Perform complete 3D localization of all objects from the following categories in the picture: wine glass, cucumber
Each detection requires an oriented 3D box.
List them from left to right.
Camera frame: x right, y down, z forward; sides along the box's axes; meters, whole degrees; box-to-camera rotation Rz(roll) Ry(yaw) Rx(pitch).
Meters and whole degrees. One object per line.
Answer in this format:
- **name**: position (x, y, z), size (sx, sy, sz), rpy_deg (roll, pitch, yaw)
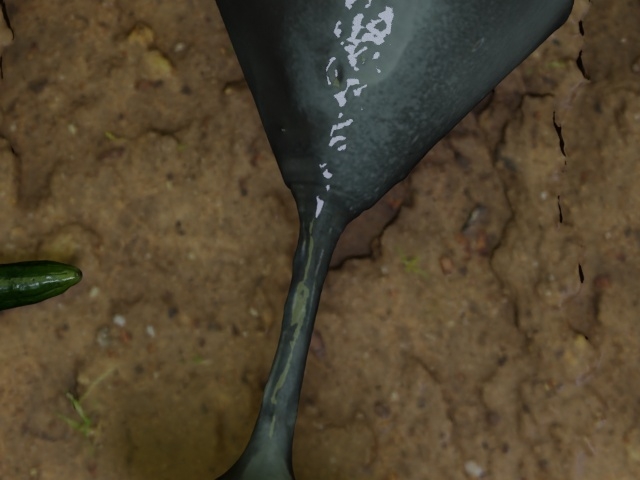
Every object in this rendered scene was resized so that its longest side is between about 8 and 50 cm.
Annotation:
- **cucumber**: position (-0.250, 0.034, 1.092), size (0.168, 0.039, 0.039), rpy_deg (-4, 73, -1)
- **wine glass**: position (0.000, 0.000, 0.990), size (0.267, 0.267, 0.406), rpy_deg (11, 78, 5)
